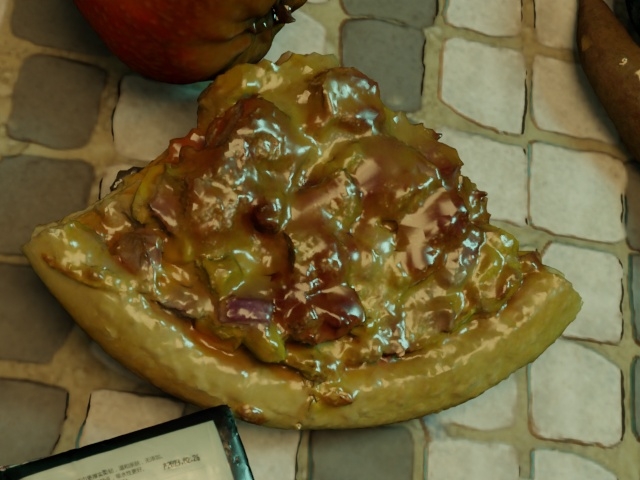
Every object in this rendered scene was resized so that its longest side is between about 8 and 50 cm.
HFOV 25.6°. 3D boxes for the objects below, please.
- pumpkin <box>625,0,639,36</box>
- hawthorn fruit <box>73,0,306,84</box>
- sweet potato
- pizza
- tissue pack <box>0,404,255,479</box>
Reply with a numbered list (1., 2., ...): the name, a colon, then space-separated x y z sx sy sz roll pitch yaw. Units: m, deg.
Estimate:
1. pumpkin: 0.350 -0.201 1.157 0.202 0.140 0.202 3 51 -4
2. hawthorn fruit: -0.112 -0.222 1.013 0.225 0.196 0.196 36 64 12
3. sweet potato: 0.272 -0.095 1.139 0.067 0.059 0.281 -22 78 -31
4. pizza: 0.000 0.000 0.999 0.409 0.114 0.277 13 74 -18
5. tissue pack: -0.129 0.180 0.903 0.170 0.090 0.103 -12 74 -22
